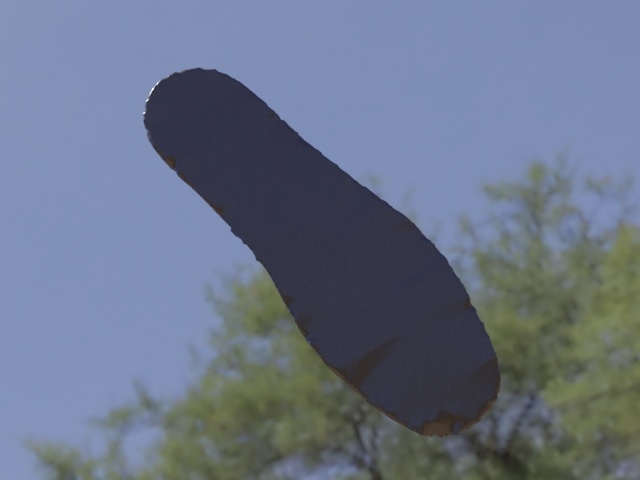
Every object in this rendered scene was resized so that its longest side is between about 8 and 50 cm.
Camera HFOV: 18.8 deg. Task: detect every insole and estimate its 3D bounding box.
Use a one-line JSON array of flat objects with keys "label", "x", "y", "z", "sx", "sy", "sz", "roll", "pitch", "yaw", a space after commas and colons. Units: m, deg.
[{"label": "insole", "x": 0.000, "y": 0.000, "z": 1.304, "sx": 0.111, "sy": 0.328, "sz": 0.007, "roll": -39, "pitch": -17, "yaw": -16}]
